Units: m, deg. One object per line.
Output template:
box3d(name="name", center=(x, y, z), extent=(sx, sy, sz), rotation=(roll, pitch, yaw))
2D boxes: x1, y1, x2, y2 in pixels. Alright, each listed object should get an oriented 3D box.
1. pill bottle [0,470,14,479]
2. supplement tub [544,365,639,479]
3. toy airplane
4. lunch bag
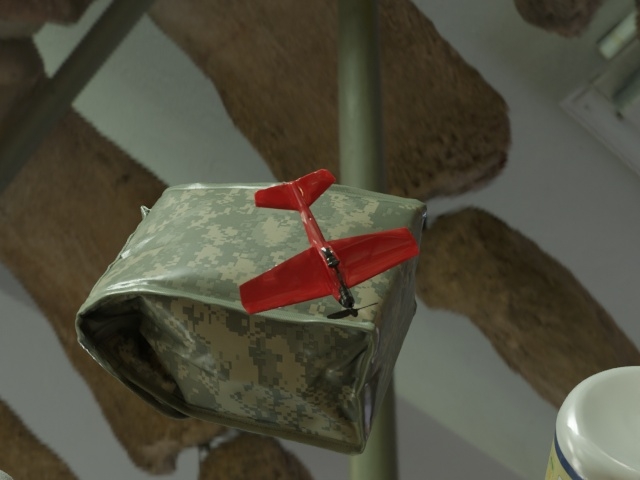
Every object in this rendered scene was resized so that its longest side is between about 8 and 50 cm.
box3d(name="pill bottle", center=(-0.392, 0.359, 1.517), extent=(0.124, 0.221, 0.124), rotation=(-3, -56, -5))
box3d(name="supplement tub", center=(0.371, 0.331, 1.600), extent=(0.228, 0.228, 0.316), rotation=(0, -56, -7))
box3d(name="toy airplane", center=(0.000, 0.000, 1.076), extent=(0.151, 0.151, 0.028), rotation=(-7, -35, -4))
box3d(name="lunch bag", center=(-0.065, 0.055, 1.295), extent=(0.287, 0.235, 0.169), rotation=(11, -57, 10))
